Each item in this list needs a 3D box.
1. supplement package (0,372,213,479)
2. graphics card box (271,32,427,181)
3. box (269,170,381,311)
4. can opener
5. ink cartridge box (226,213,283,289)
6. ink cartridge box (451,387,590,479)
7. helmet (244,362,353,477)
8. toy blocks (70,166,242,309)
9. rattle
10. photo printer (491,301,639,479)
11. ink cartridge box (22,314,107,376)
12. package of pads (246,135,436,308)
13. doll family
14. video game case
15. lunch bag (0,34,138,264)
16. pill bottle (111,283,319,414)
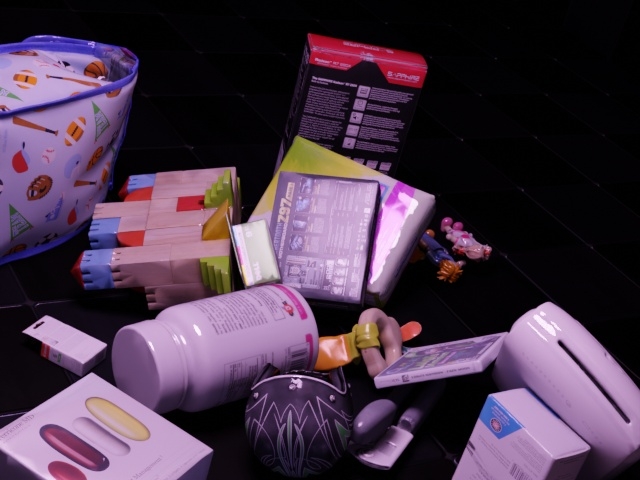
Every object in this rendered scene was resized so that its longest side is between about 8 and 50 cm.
[{"bbox_3d":[-0.279,0.304,1.388,0.203,0.149,0.194,28,31,19],"label":"supplement package"},{"bbox_3d":[0.048,-0.208,2.210,0.233,0.371,0.094,8,30,-12],"label":"graphics card box"},{"bbox_3d":[0.000,0.000,1.968,0.183,0.059,0.232,6,71,10],"label":"box"},{"bbox_3d":[0.124,0.263,1.725,0.074,0.093,0.280,24,26,17],"label":"can opener"},{"bbox_3d":[-0.101,0.035,1.827,0.062,0.209,0.109,-13,69,-2],"label":"ink cartridge box"},{"bbox_3d":[0.272,0.325,1.575,0.082,0.190,0.139,-6,36,-36],"label":"ink cartridge box"},{"bbox_3d":[-0.030,0.250,1.579,0.169,0.169,0.161,16,21,1],"label":"helmet"},{"bbox_3d":[-0.273,-0.006,1.915,0.261,0.190,0.381,-4,33,1],"label":"toy blocks"},{"bbox_3d":[0.078,0.185,1.891,0.130,0.143,0.200,55,20,4],"label":"rattle"},{"bbox_3d":[0.368,0.229,1.641,0.107,0.307,0.256,-37,73,-9],"label":"photo printer"},{"bbox_3d":[-0.391,0.160,1.710,0.115,0.029,0.063,23,30,16],"label":"ink cartridge box"},{"bbox_3d":[0.032,-0.029,2.062,0.296,0.101,0.229,25,75,16],"label":"package of pads"},{"bbox_3d":[0.208,0.012,2.199,0.263,0.118,0.163,22,18,-27],"label":"doll family"},{"bbox_3d":[0.194,0.187,1.765,0.173,0.022,0.190,-13,4,24],"label":"video game case"},{"bbox_3d":[-0.495,-0.163,1.920,0.239,0.328,0.385,37,36,25],"label":"lunch bag"},{"bbox_3d":[-0.156,0.165,1.679,0.283,0.160,0.160,-11,38,-39],"label":"pill bottle"}]
